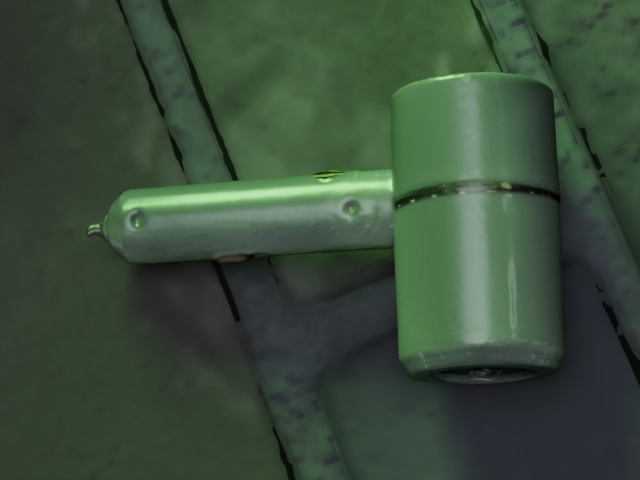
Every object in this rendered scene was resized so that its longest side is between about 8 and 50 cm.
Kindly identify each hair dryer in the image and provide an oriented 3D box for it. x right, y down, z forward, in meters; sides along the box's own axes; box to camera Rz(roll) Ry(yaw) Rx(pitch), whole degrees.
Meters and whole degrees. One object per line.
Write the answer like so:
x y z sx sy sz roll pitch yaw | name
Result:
0.000 0.000 0.552 0.137 0.047 0.082 -3 78 12 | hair dryer
